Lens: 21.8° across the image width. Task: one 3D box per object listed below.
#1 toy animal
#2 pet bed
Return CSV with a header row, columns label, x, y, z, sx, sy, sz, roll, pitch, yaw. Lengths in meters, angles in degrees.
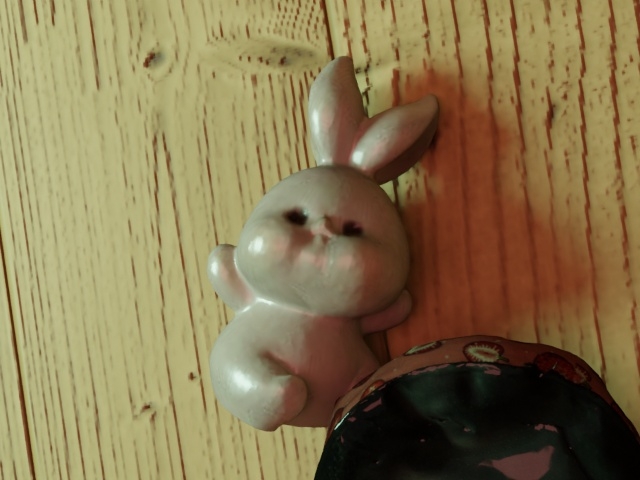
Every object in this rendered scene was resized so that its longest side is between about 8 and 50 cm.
label,x,y,z,sx,sy,sz,roll,pitch,yaw
toy animal,0.001,0.000,0.950,0.124,0.124,0.212,15,96,22
pet bed,0.088,0.144,0.905,0.201,0.053,0.201,1,111,3
